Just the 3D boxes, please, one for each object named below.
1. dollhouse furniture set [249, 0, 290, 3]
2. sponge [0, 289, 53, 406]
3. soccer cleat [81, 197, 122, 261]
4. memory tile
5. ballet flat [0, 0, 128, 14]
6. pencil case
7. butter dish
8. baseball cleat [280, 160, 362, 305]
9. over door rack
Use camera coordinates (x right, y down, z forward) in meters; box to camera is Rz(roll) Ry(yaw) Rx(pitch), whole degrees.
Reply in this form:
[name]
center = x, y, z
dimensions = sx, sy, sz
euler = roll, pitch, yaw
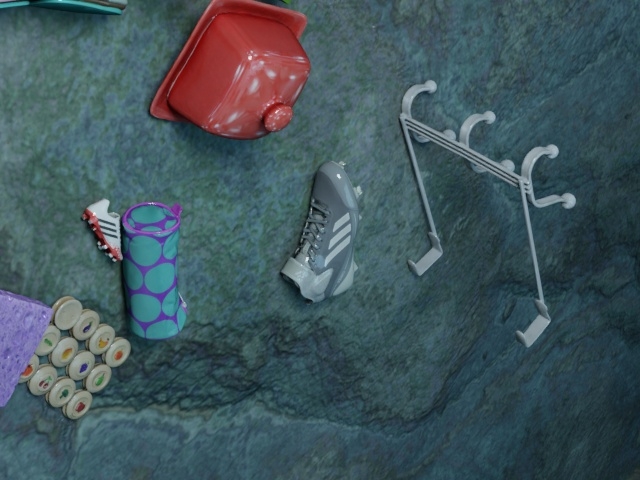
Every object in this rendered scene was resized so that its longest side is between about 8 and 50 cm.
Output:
[dollhouse furniture set]
center = -0.085, -0.297, 1.259
dimensions = 0.076, 0.058, 0.151
euler = -61, 146, -1
[sponge]
center = -0.367, 0.094, 1.200
dimensions = 0.210, 0.031, 0.117
euler = 26, 92, -55
[soccer cleat]
center = -0.227, -0.010, 1.308
dimensions = 0.035, 0.029, 0.083
euler = -42, 137, -18
[memory tile]
center = -0.277, 0.133, 1.359
dimensions = 0.113, 0.012, 0.148
euler = -54, 144, -11
[ballet flat]
center = -0.260, -0.237, 1.077
dimensions = 0.221, 0.077, 0.079
euler = -13, 104, -47
[pencil case]
center = -0.185, 0.034, 1.360
dimensions = 0.070, 0.064, 0.152
euler = -17, 128, -26
[butter dish]
center = -0.073, -0.162, 1.295
dimensions = 0.160, 0.118, 0.160
euler = 2, 131, -52
[baseball cleat]
center = 0.000, 0.000, 1.567
dimensions = 0.109, 0.072, 0.206
euler = -28, 131, -29
[over door rack]
center = 0.227, -0.046, 1.679
dimensions = 0.108, 0.239, 0.324
euler = -32, 136, -27
